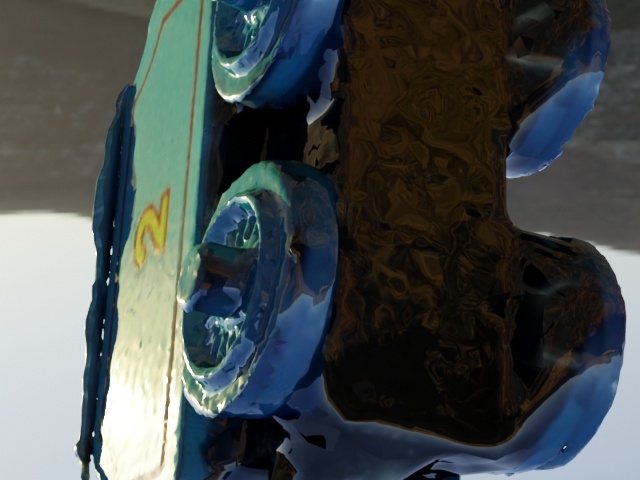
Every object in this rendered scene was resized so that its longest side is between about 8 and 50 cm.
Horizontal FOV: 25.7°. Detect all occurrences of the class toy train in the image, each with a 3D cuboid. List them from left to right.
[{"bbox_3d":[0.000,0.000,0.658,0.188,0.300,0.265,13,156,-25],"label":"toy train"}]
